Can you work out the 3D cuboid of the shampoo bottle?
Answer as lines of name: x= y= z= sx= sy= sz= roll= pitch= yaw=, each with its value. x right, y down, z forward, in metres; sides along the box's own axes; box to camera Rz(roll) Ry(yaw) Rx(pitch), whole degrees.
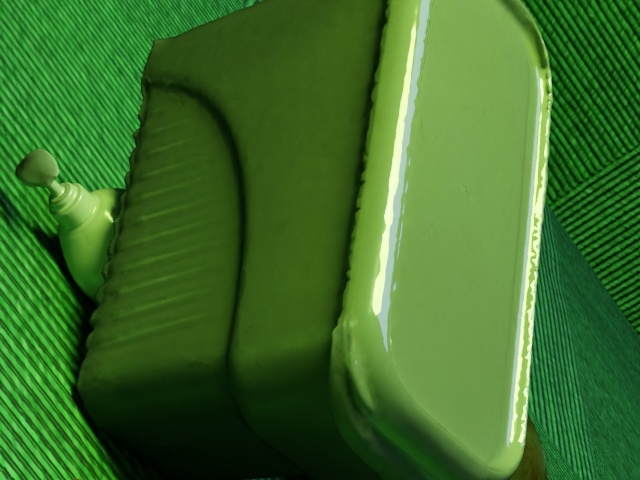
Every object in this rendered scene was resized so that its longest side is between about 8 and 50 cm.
shampoo bottle: x=-0.101 y=0.005 z=0.968 sx=0.152 sy=0.045 sz=0.077 roll=47 pitch=19 yaw=-36

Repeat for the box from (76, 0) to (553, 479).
box: x=0.000 y=0.000 z=0.903 sx=0.138 sy=0.178 sz=0.274 roll=44 pitch=45 yaw=-40

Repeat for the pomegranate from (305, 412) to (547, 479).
pomegranate: x=0.062 y=0.143 z=1.095 sx=0.152 sy=0.131 sz=0.191 roll=-113 pitch=-173 yaw=-57

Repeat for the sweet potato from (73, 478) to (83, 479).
sweet potato: x=-0.093 y=0.122 z=0.744 sx=0.034 sy=0.034 sz=0.095 roll=52 pitch=15 yaw=-21
